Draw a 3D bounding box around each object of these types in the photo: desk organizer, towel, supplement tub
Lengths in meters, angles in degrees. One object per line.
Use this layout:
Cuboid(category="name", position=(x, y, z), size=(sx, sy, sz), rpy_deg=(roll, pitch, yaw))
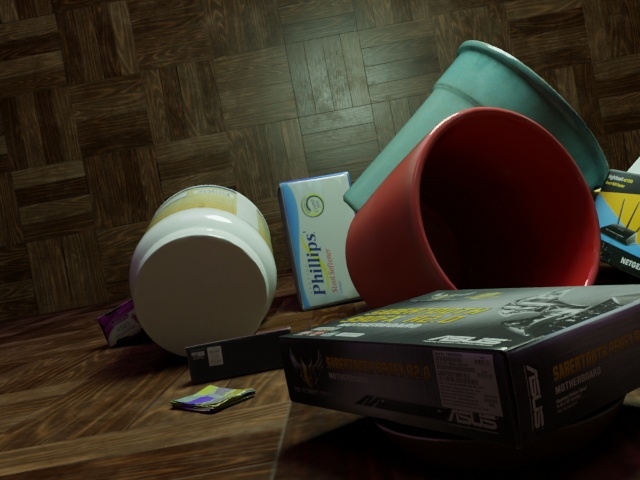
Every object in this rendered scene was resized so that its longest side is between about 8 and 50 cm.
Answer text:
Cuboid(category="desk organizer", position=(-0.097, 0.142, 0.825), size=(0.130, 0.047, 0.050), rpy_deg=(-10, -1, -2))
Cuboid(category="towel", position=(-0.114, 0.166, 0.692), size=(0.060, 0.009, 0.083), rpy_deg=(-13, 3, -44))
Cuboid(category="supplement tub", position=(-0.190, 0.042, 1.091), size=(0.229, 0.228, 0.316), rpy_deg=(-11, 16, -4))

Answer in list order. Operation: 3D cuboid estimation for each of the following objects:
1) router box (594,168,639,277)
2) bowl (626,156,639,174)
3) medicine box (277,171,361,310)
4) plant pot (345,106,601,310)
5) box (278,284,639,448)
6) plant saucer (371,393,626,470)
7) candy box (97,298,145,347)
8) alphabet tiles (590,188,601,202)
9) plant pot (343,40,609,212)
Cuboid(category="router box", position=(0.439, -0.021, 0.905), size=(0.046, 0.133, 0.179), rpy_deg=(20, 8, -14))
Cuboid(category="bowl", position=(0.580, -0.065, 0.997), size=(0.297, 0.134, 0.298), rpy_deg=(-53, 4, 5))
Cuboid(category="medicine box", position=(0.000, 0.000, 1.451), size=(0.149, 0.263, 0.289), rpy_deg=(-11, 1, -5))
Cuboid(category="plant pot", position=(0.171, -0.001, 0.850), size=(0.275, 0.274, 0.243), rpy_deg=(-11, -9, -28))
Cuboid(category="box", position=(0.107, 0.077, 0.476), size=(0.183, 0.056, 0.231), rpy_deg=(-12, 2, -34))
Cuboid(category="plant saucer", position=(0.121, 0.118, 0.449), size=(0.169, 0.029, 0.168), rpy_deg=(-11, 1, 0))
Cuboid(category="candy box", position=(-0.325, 0.141, 1.377), size=(0.159, 0.071, 0.233), rpy_deg=(-28, -5, 23))
Cuboid(category="alphabet tiles", position=(0.376, -0.003, 1.151), size=(0.284, 0.021, 0.278), rpy_deg=(-34, 6, 31))
Cuboid(category="plant pot", position=(0.241, -0.098, 1.133), size=(0.334, 0.341, 0.341), rpy_deg=(-44, -1, 4))
